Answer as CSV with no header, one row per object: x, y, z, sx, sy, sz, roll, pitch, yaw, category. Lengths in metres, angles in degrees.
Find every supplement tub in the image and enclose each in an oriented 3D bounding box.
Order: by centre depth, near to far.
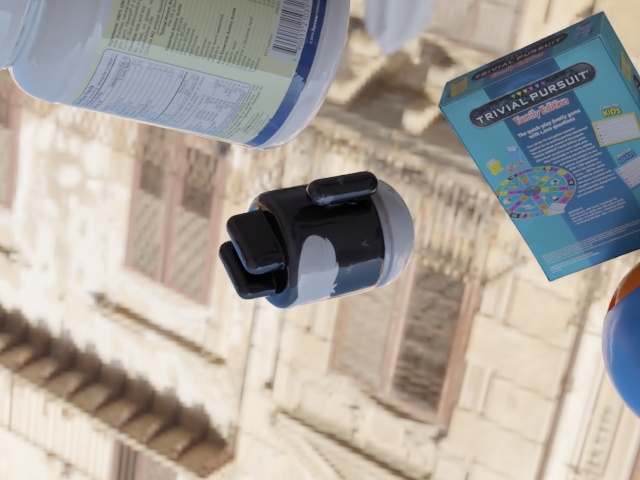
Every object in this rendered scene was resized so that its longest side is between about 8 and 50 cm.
-0.160,-0.227,1.334,0.324,0.235,0.235,11,-156,-25,supplement tub

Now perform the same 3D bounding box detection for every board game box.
0.364,-0.126,2.007,0.253,0.336,0.079,-22,-154,28,board game box

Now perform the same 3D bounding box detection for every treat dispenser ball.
0.540,0.141,1.978,0.288,0.288,0.288,8,-154,-4,treat dispenser ball

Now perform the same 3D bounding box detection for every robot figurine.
-0.001,0.000,2.002,0.278,0.174,0.209,-12,-177,-25,robot figurine
